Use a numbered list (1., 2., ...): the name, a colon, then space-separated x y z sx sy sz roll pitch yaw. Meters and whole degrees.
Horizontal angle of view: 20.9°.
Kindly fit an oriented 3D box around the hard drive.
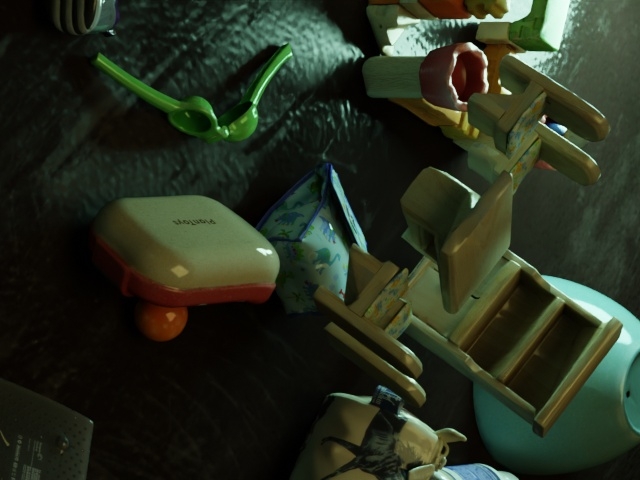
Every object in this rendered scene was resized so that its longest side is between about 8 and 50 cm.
1. hard drive: -0.344 0.209 1.664 0.254 0.054 0.172 25 53 -31

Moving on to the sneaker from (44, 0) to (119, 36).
1. sneaker: -0.238 -0.323 1.807 0.098 0.083 0.224 -2 100 -70

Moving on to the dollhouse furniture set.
1. dollhouse furniture set: 0.216 0.054 2.066 0.362 0.256 0.394 -51 164 -12

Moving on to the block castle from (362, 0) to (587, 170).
1. block castle: 0.252 -0.346 2.252 0.303 0.212 0.453 27 74 -47

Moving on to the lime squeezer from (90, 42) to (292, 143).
1. lime squeezer: -0.125 -0.163 1.951 0.310 0.058 0.110 -10 101 -48

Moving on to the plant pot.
1. plant pot: 0.380 0.201 2.466 0.290 0.195 0.290 -7 99 -49

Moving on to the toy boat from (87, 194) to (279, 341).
1. toy boat: -0.156 0.043 1.896 0.231 0.151 0.151 -3 126 -48

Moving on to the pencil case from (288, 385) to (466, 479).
1. pencil case: 0.020 0.382 2.076 0.160 0.183 0.410 40 65 -43

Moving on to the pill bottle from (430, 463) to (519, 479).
1. pill bottle: 0.192 0.356 2.325 0.186 0.112 0.112 3 91 -49

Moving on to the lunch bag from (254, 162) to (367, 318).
1. lunch bag: 0.000 0.000 2.088 0.151 0.096 0.129 -58 134 -43
